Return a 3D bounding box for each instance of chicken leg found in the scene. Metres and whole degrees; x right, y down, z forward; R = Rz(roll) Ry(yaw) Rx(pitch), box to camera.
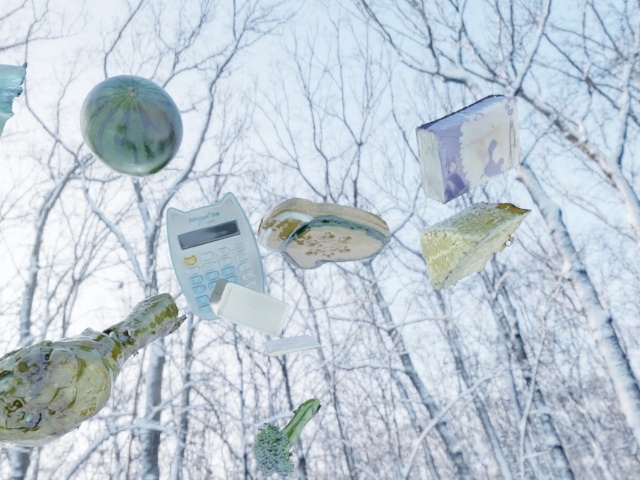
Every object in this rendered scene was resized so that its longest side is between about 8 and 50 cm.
[{"bbox_3d":[-0.383,0.194,0.942,0.201,0.429,0.153,-4,-73,27],"label":"chicken leg"}]

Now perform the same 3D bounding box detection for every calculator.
[{"bbox_3d":[-0.307,0.061,1.652,0.256,0.054,0.386,-16,-78,-8],"label":"calculator"}]

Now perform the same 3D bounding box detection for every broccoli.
[{"bbox_3d":[-0.069,0.423,1.230,0.118,0.204,0.122,13,-56,31],"label":"broccoli"}]

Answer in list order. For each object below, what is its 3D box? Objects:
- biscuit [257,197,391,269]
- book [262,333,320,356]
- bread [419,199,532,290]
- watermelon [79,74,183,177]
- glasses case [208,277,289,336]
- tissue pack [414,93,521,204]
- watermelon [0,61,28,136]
[{"bbox_3d":[0.000,0.002,1.402,0.343,0.057,0.287,12,-33,-27],"label":"biscuit"},{"bbox_3d":[-0.076,0.260,1.381,0.127,0.014,0.181,-9,-1,-10],"label":"book"},{"bbox_3d":[0.496,0.035,1.732,0.248,0.315,0.279,-21,-71,-16],"label":"bread"},{"bbox_3d":[-0.447,-0.272,1.322,0.242,0.242,0.242,-7,-36,-5],"label":"watermelon"},{"bbox_3d":[-0.159,0.135,1.173,0.131,0.070,0.313,22,-7,-12],"label":"glasses case"},{"bbox_3d":[0.468,-0.292,1.730,0.343,0.125,0.242,-27,-60,-22],"label":"tissue pack"},{"bbox_3d":[-0.464,-0.091,0.621,0.151,0.264,0.302,22,-76,-35],"label":"watermelon"}]
